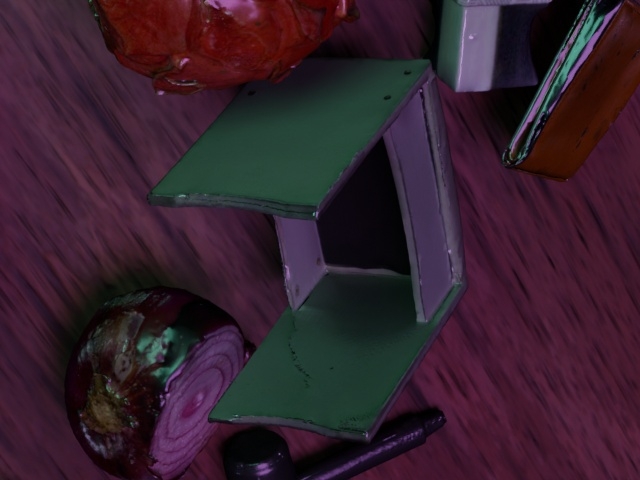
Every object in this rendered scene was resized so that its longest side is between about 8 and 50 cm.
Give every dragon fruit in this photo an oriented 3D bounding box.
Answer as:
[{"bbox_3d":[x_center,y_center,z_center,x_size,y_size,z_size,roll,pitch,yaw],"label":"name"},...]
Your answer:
[{"bbox_3d":[-0.085,-0.240,1.612,0.252,0.241,0.241,-42,123,11],"label":"dragon fruit"}]

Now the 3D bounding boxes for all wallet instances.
[{"bbox_3d":[0.253,-0.148,1.864,0.195,0.042,0.161,-59,154,10],"label":"wallet"}]

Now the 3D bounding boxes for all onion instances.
[{"bbox_3d":[-0.142,0.123,1.827,0.218,0.140,0.195,-28,132,-53],"label":"onion"}]

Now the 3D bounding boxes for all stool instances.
[{"bbox_3d":[0.000,0.000,1.720,0.269,0.170,0.243,-52,138,-49],"label":"stool"}]

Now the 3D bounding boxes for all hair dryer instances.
[{"bbox_3d":[0.022,0.220,1.978,0.248,0.070,0.114,-23,121,-16],"label":"hair dryer"}]

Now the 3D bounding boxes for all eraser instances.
[{"bbox_3d":[0.163,-0.340,1.740,0.096,0.098,0.403,-4,115,-20],"label":"eraser"}]
